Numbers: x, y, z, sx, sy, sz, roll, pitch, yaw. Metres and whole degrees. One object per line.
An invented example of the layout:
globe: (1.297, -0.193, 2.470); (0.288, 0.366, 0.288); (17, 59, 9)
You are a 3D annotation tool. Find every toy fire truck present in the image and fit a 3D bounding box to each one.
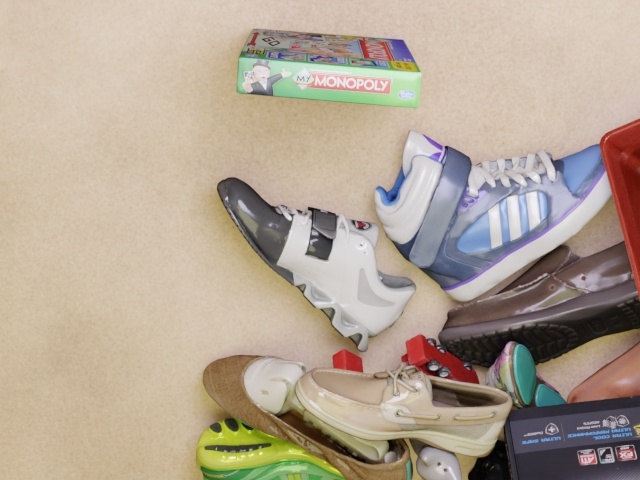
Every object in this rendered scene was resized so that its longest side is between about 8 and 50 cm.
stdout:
toy fire truck: (0.124, 0.195, 1.783); (0.135, 0.047, 0.192); (-32, 133, 27)

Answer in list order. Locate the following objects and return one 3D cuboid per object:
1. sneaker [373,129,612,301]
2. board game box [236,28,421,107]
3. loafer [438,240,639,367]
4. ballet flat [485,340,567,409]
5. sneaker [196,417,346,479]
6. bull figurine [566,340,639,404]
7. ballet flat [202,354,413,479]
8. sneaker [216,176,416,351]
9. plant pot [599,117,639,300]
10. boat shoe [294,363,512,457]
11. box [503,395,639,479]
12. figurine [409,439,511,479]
sneaker: (0.229, -0.085, 1.712); (0.323, 0.130, 0.236); (-39, 107, 16)
board game box: (0.010, -0.223, 1.576); (0.213, 0.317, 0.046); (4, 106, -1)
loafer: (0.344, 0.082, 1.783); (0.365, 0.130, 0.134); (-16, 146, 12)
ballet flat: (0.285, 0.212, 1.790); (0.079, 0.077, 0.221); (0, 151, 34)
sneaker: (-0.040, 0.331, 1.865); (0.295, 0.109, 0.123); (6, 135, -7)
bull figurine: (0.511, 0.195, 1.807); (0.310, 0.101, 0.188); (-36, 107, 18)
ballet flat: (-0.012, 0.243, 1.774); (0.342, 0.116, 0.124); (33, 145, 12)
sneaker: (0.000, 0.000, 1.750); (0.146, 0.122, 0.330); (-43, 113, 10)
plant pot: (0.554, -0.032, 1.611); (0.267, 0.267, 0.235); (-23, 151, 28)
boat shoe: (0.115, 0.213, 1.692); (0.302, 0.109, 0.098); (15, 118, -15)
box: (0.410, 0.355, 1.674); (0.295, 0.293, 0.073); (-6, 143, 4)
figurine: (0.213, 0.329, 1.794); (0.215, 0.209, 0.092); (37, 103, -10)
